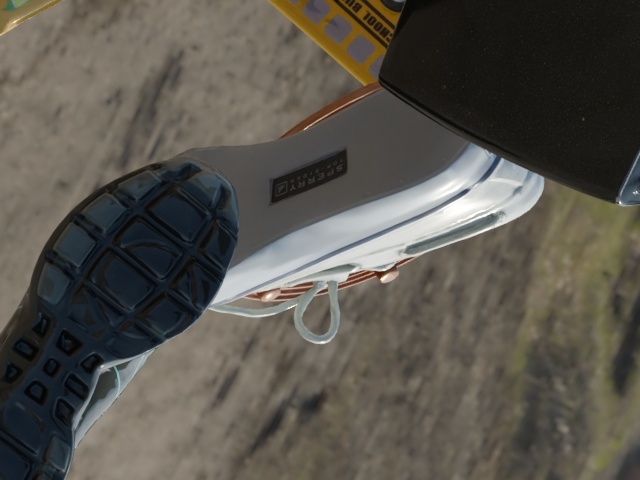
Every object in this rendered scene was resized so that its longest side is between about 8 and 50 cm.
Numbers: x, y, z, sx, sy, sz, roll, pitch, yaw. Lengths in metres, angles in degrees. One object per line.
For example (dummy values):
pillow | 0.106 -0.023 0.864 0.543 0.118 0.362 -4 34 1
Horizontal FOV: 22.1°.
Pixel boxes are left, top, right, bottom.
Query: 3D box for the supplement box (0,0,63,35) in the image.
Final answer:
supplement box | -0.164 -0.176 0.940 0.078 0.080 0.233 -28 -163 3

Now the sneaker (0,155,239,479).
sneaker | -0.152 0.057 0.995 0.267 0.101 0.106 -52 -169 -8

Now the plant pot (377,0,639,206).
plant pot | 0.175 -0.120 0.877 0.187 0.167 0.188 -6 129 -37

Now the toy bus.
toy bus | 0.025 -0.280 1.823 0.130 0.332 0.108 -49 169 7

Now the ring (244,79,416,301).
ring | 0.057 -0.040 1.426 0.336 0.032 0.337 -22 154 -11

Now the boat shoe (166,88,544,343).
boat shoe | 0.001 -0.008 1.219 0.156 0.367 0.136 39 40 -42
